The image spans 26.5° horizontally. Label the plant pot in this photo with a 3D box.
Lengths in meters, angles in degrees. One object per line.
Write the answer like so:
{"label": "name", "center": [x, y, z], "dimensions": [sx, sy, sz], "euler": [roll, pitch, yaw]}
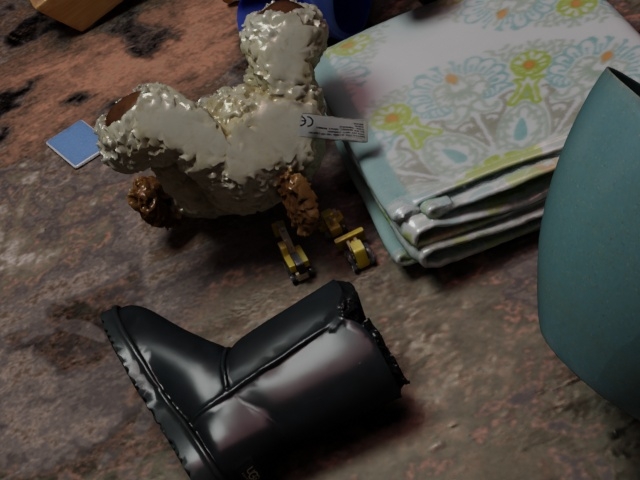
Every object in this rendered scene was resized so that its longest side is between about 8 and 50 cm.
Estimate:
{"label": "plant pot", "center": [0.279, 0.031, 1.032], "dimensions": [0.195, 0.290, 0.290], "euler": [-56, 38, 15]}

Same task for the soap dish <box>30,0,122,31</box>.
{"label": "soap dish", "center": [-0.283, -0.430, 1.857], "dimensions": [0.291, 0.118, 0.229], "euler": [-37, 40, 2]}

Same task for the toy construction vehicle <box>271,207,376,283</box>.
{"label": "toy construction vehicle", "center": [0.000, 0.000, 1.341], "dimensions": [0.086, 0.035, 0.098], "euler": [-23, 39, -2]}

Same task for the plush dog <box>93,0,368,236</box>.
{"label": "plush dog", "center": [-0.081, -0.091, 1.373], "dimensions": [0.262, 0.210, 0.225], "euler": [-36, 4, -14]}

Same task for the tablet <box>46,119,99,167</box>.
{"label": "tablet", "center": [-0.289, -0.116, 1.625], "dimensions": [0.054, 0.006, 0.083], "euler": [-36, 42, -18]}

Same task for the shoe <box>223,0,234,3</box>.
{"label": "shoe", "center": [-0.110, -0.412, 1.727], "dimensions": [0.058, 0.219, 0.076], "euler": [-2, 26, 14]}

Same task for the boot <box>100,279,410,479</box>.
{"label": "boot", "center": [-0.060, 0.100, 1.203], "dimensions": [0.207, 0.094, 0.246], "euler": [-33, 47, -8]}

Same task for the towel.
{"label": "towel", "center": [0.172, -0.141, 1.387], "dimensions": [0.320, 0.090, 0.374], "euler": [-21, 40, -2]}

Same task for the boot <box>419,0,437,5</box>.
{"label": "boot", "center": [0.064, -0.393, 1.534], "dimensions": [0.096, 0.280, 0.264], "euler": [-38, -14, 33]}

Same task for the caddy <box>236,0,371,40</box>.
{"label": "caddy", "center": [-0.015, -0.386, 1.621], "dimensions": [0.179, 0.241, 0.341], "euler": [-9, 49, 25]}
